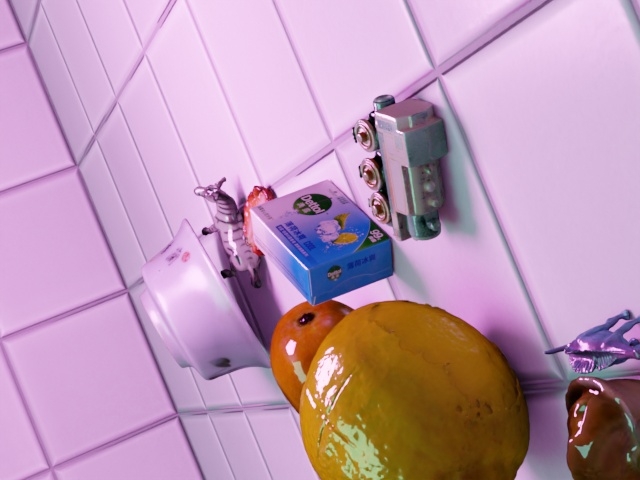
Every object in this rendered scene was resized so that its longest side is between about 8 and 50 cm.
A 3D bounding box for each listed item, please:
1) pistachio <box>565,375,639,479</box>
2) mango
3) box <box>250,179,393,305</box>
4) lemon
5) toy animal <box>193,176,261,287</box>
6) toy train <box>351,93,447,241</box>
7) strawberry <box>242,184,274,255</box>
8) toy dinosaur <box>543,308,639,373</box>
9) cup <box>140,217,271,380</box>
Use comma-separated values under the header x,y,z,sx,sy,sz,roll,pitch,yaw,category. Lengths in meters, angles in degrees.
x,y,z,sx,sy,sz,roll,pitch,yaw,category
0.310,0.216,1.294,0.165,0.130,0.210,48,173,28,pistachio
0.020,0.217,2.011,0.211,0.173,0.317,47,165,33,mango
0.000,0.001,1.860,0.194,0.139,0.073,45,149,48,box
0.116,0.220,1.580,0.297,0.297,0.297,53,156,37,lemon
-0.167,-0.009,2.400,0.216,0.073,0.176,61,161,7,toy animal
0.108,-0.086,1.582,0.125,0.081,0.194,27,134,56,toy train
-0.103,-0.036,2.244,0.104,0.048,0.152,63,148,34,strawberry
0.293,0.107,1.289,0.045,0.080,0.197,67,161,-4,toy dinosaur
-0.250,0.144,2.514,0.347,0.163,0.347,58,175,7,cup
